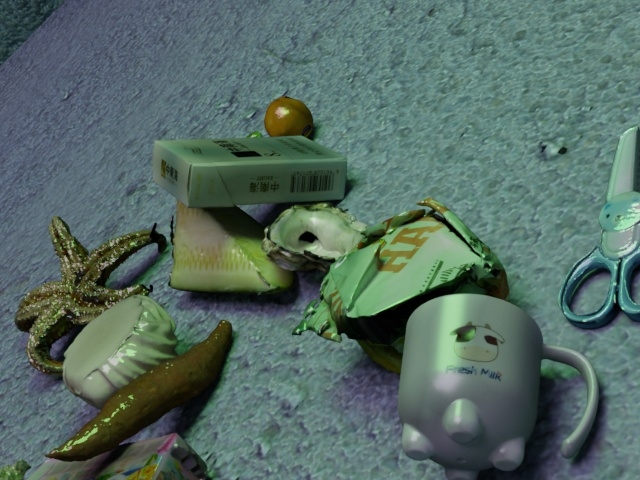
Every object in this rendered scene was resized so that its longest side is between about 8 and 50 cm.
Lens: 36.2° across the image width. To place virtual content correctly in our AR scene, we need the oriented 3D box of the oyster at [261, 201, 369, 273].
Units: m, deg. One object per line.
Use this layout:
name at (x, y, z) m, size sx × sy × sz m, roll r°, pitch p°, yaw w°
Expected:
oyster at (0.000, 0.000, 1.321) m, size 0.163 × 0.081 × 0.191 m, roll 3°, pitch 32°, yaw 17°

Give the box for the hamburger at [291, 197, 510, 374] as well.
hamburger at (0.083, 0.063, 1.099) m, size 0.235 × 0.125 × 0.214 m, roll -38°, pitch 26°, yaw -3°

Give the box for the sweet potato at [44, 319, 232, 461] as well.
sweet potato at (-0.215, 0.197, 1.234) m, size 0.314 × 0.066 × 0.072 m, roll -32°, pitch -5°, yaw -42°

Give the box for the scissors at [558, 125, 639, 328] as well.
scissors at (0.322, -0.020, 1.032) m, size 0.125 × 0.030 × 0.256 m, roll -14°, pitch 44°, yaw 37°

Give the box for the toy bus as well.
toy bus at (-0.263, 0.313, 1.185) m, size 0.274 × 0.090 × 0.112 m, roll -17°, pitch 32°, yaw 33°

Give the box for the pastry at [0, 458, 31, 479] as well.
pastry at (-0.441, 0.403, 1.268) m, size 0.121 × 0.089 × 0.258 m, roll -45°, pitch 27°, yaw 16°

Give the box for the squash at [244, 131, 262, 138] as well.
squash at (-0.134, -0.153, 1.675) m, size 0.089 × 0.027 × 0.027 m, roll -41°, pitch 32°, yaw 0°

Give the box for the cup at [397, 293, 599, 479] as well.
cup at (0.158, 0.154, 0.930) m, size 0.134 × 0.173 × 0.142 m, roll -54°, pitch 17°, yaw 46°

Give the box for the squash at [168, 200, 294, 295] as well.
squash at (-0.108, -0.007, 1.395) m, size 0.252 × 0.093 × 0.170 m, roll -2°, pitch 85°, yaw 47°

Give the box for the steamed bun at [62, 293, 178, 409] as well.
steamed bun at (-0.265, 0.164, 1.351) m, size 0.182 × 0.106 × 0.183 m, roll -29°, pitch 29°, yaw 18°

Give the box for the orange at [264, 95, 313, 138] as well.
orange at (-0.052, -0.192, 1.584) m, size 0.083 × 0.083 × 0.084 m, roll -27°, pitch 34°, yaw 20°

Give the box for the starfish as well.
starfish at (-0.383, 0.071, 1.591) m, size 0.303 × 0.113 × 0.312 m, roll -42°, pitch 41°, yaw 3°

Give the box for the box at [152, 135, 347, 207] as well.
box at (-0.103, -0.102, 1.408) m, size 0.242 × 0.067 × 0.155 m, roll -5°, pitch 18°, yaw -26°
